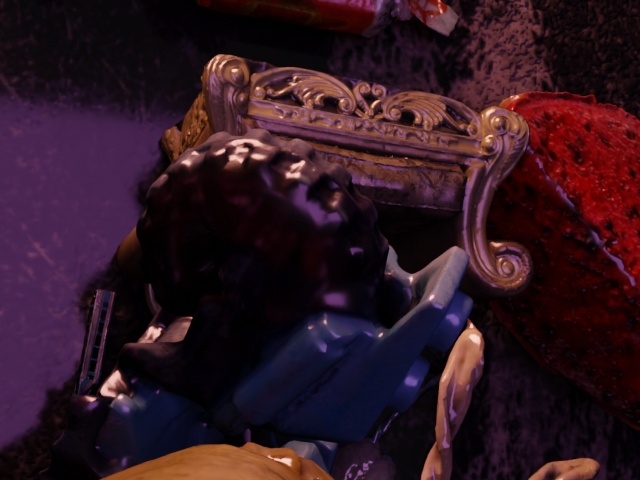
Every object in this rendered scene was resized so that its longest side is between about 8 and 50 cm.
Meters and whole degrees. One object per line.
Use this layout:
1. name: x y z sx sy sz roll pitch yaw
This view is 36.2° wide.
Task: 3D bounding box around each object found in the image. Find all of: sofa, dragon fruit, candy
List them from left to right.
1. candy: -0.020 -0.215 0.783 0.292 0.059 0.086 6 82 -15
2. sofa: 0.000 0.000 0.687 0.258 0.200 0.182 8 78 -17
3. dragon fruit: 0.248 0.017 0.801 0.205 0.152 0.317 -34 84 -39

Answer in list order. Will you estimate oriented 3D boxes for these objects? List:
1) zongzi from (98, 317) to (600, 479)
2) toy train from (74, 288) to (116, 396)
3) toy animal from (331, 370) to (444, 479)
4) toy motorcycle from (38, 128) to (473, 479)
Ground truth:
1. zongzi: -0.198 0.165 0.438 0.467 0.218 0.500 35 114 12
2. toy train: -0.166 0.078 0.719 0.017 0.017 0.083 13 79 -22
3. toy animal: 0.032 0.166 0.733 0.253 0.079 0.070 -47 108 -16
4. toy motorcycle: -0.034 0.132 0.572 0.232 0.416 0.172 29 36 4
